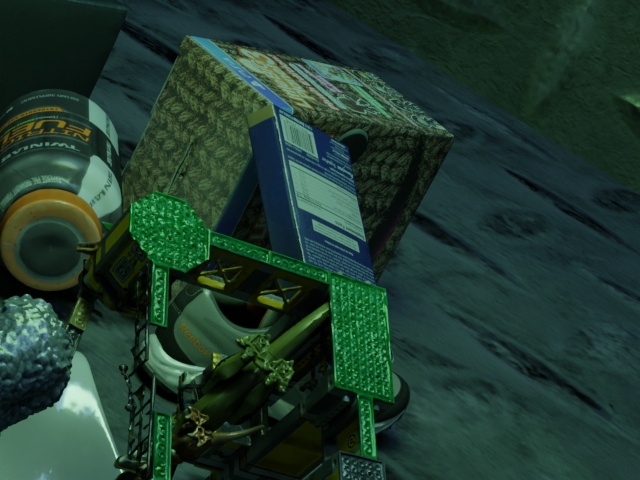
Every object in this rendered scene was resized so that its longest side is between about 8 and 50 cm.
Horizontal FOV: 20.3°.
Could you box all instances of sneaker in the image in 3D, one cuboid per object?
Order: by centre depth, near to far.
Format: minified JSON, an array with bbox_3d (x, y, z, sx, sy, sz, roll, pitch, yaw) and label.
[{"bbox_3d":[-0.025,0.106,1.593,0.271,0.108,0.100,17,19,-33],"label":"sneaker"}]

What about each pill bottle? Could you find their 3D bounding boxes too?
[{"bbox_3d":[-0.246,-0.042,1.643,0.130,0.130,0.245,22,19,-17],"label":"pill bottle"}]

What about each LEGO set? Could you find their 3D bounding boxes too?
[{"bbox_3d":[-0.082,0.151,1.208,0.255,0.192,0.331,11,52,-31],"label":"LEGO set"}]

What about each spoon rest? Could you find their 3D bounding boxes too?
[{"bbox_3d":[-0.197,0.145,1.272,0.137,0.084,0.276,23,17,-21],"label":"spoon rest"}]

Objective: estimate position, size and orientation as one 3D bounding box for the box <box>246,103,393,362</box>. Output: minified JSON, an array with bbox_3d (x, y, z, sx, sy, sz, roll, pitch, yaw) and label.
[{"bbox_3d":[0.000,0.000,1.608,0.136,0.036,0.225,26,45,-54],"label":"box"}]

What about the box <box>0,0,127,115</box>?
[{"bbox_3d":[-0.450,-0.251,1.796,0.395,0.212,0.293,38,20,28],"label":"box"}]

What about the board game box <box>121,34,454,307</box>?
[{"bbox_3d":[-0.044,-0.056,1.809,0.291,0.232,0.141,4,29,-50],"label":"board game box"}]

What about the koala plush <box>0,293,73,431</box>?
[{"bbox_3d":[-0.293,0.062,0.993,0.221,0.203,0.196,-10,62,-45],"label":"koala plush"}]
